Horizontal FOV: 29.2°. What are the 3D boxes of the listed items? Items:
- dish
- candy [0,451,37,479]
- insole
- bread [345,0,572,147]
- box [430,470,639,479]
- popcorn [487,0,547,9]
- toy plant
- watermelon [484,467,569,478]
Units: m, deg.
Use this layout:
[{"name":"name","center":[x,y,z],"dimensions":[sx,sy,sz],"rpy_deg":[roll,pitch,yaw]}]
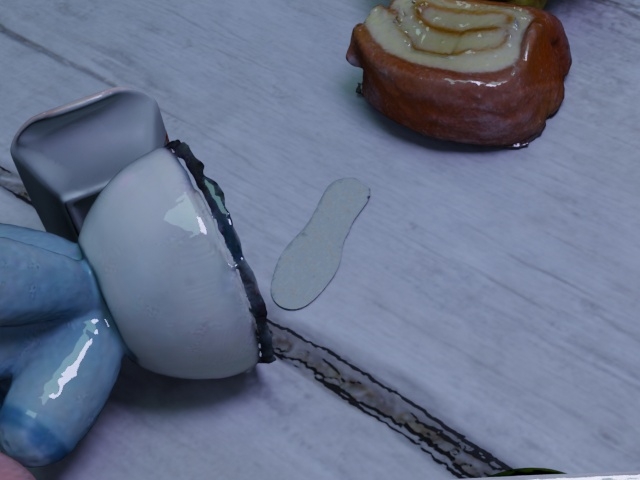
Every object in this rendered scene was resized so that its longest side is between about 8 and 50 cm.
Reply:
[{"name":"dish","center":[-0.217,-0.057,1.244],"dimensions":[0.154,0.234,0.064],"rpy_deg":[-21,56,-8]},{"name":"candy","center":[-0.319,0.289,1.005],"dimensions":[0.255,0.094,0.255],"rpy_deg":[-6,50,7]},{"name":"insole","center":[0.000,0.000,1.304],"dimensions":[0.065,0.004,0.197],"rpy_deg":[11,49,20]},{"name":"bread","center":[0.148,-0.196,1.388],"dimensions":[0.244,0.123,0.190],"rpy_deg":[8,50,19]},{"name":"box","center":[0.206,0.283,0.916],"dimensions":[0.353,0.069,0.214],"rpy_deg":[-3,62,5]},{"name":"popcorn","center":[0.211,-0.368,1.468],"dimensions":[0.297,0.280,0.316],"rpy_deg":[-15,6,2]},{"name":"toy plant","center":[-0.236,0.067,1.120],"dimensions":[0.332,0.247,0.247],"rpy_deg":[-22,47,-12]},{"name":"watermelon","center":[0.169,0.219,1.017],"dimensions":[0.163,0.069,0.087],"rpy_deg":[-10,45,4]}]
